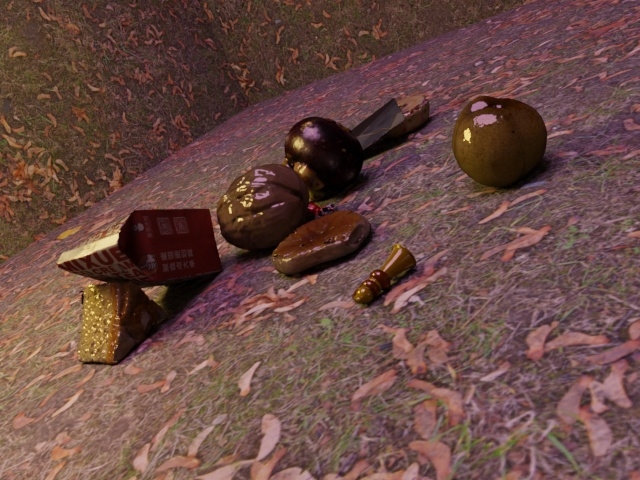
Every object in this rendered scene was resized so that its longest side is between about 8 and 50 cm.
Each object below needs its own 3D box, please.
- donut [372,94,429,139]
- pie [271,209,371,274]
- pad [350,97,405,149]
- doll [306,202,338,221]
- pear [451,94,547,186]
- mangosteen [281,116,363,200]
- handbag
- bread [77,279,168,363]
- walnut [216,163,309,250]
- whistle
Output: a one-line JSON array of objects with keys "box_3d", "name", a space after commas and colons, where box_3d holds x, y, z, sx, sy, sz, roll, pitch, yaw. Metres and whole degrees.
[{"box_3d": [0.216, -0.326, 1.762, 0.175, 0.068, 0.174, -21, 22, 9], "name": "donut"}, {"box_3d": [0.000, 0.000, 1.207, 0.195, 0.046, 0.195, -23, 18, 8], "name": "pie"}, {"box_3d": [0.108, -0.272, 1.716, 0.243, 0.004, 0.163, -35, 28, 15], "name": "pad"}, {"box_3d": [-0.017, -0.061, 1.402, 0.114, 0.039, 0.057, 4, 63, 38], "name": "doll"}, {"box_3d": [0.306, -0.173, 1.135, 0.167, 0.136, 0.167, -5, 26, 2], "name": "pear"}, {"box_3d": [-0.009, -0.174, 1.509, 0.217, 0.192, 0.192, -56, 18, 6], "name": "mangosteen"}, {"box_3d": [-0.349, 0.026, 1.287, 0.171, 0.150, 0.298, -14, -2, 30], "name": "handbag"}, {"box_3d": [-0.390, 0.156, 1.218, 0.147, 0.127, 0.152, -11, 41, 36], "name": "bread"}, {"box_3d": [-0.124, -0.065, 1.362, 0.231, 0.178, 0.178, -23, 17, 38], "name": "walnut"}, {"box_3d": [0.084, 0.052, 0.974, 0.109, 0.046, 0.057, -39, 37, -19], "name": "whistle"}]
